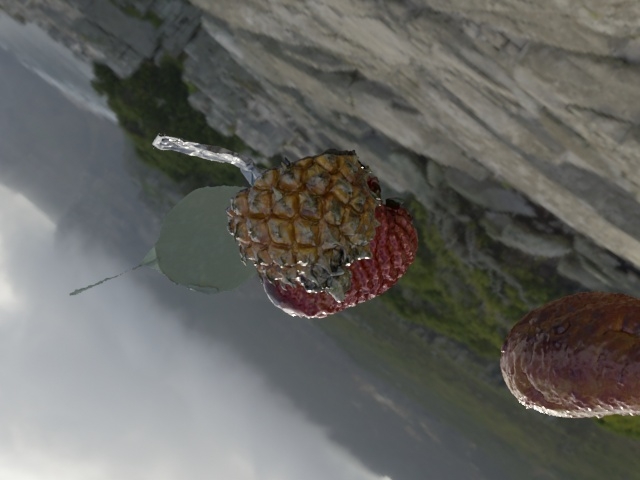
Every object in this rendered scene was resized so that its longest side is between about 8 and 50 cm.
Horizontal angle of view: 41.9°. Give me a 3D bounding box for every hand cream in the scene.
[{"bbox_3d":[-0.171,-0.136,1.476,0.257,0.050,0.084,23,169,-20],"label":"hand cream"}]

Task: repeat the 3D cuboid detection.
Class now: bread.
[{"bbox_3d":[0.280,0.111,0.806,0.095,0.139,0.269,37,162,-21],"label":"bread"}]

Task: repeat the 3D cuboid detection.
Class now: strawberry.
[{"bbox_3d":[0.012,0.012,1.738,0.312,0.351,0.267,47,151,2],"label":"strawberry"}]

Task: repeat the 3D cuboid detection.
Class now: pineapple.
[{"bbox_3d":[-0.002,0.002,0.868,0.136,0.161,0.176,63,-161,16],"label":"pineapple"}]

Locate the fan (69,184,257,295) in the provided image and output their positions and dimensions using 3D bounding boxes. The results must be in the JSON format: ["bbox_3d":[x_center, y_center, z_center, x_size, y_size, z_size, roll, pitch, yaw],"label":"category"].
[{"bbox_3d":[-0.217,0.022,1.203,0.010,0.310,0.182,70,180,-62],"label":"fan"}]
